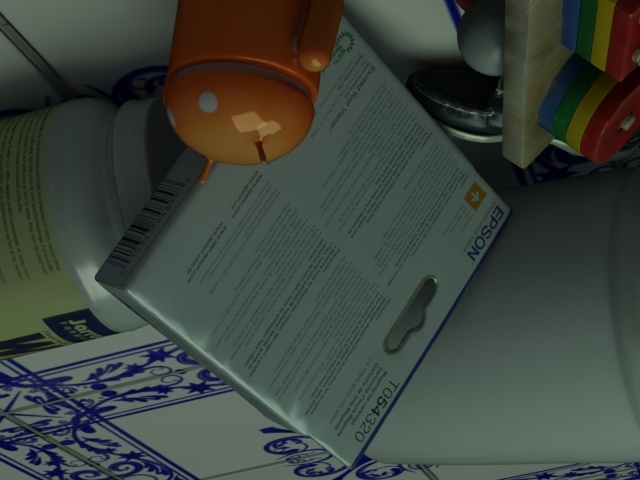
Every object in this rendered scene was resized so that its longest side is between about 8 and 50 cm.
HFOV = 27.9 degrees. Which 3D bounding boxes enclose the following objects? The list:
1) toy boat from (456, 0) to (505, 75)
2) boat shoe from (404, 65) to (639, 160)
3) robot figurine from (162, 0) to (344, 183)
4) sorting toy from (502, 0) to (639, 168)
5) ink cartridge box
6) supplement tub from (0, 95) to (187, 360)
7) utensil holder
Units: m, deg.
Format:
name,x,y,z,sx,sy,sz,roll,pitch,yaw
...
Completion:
name,x,y,z,sx,sy,sz,roll,pitch,yaw
toy boat,0.092,-0.257,0.995,0.267,0.148,0.318,-18,150,19
boat shoe,0.210,-0.141,1.286,0.254,0.095,0.079,13,141,-2
robot figurine,-0.059,-0.158,1.063,0.158,0.220,0.128,4,164,6
sorting toy,0.268,-0.194,1.065,0.257,0.089,0.255,-45,156,-15
ink cartridge box,0.000,0.000,1.223,0.071,0.324,0.330,15,156,51
supplement tub,-0.283,-0.008,1.281,0.324,0.235,0.235,-13,152,12
utensil holder,0.235,0.092,1.445,0.385,0.328,0.327,-7,156,32
